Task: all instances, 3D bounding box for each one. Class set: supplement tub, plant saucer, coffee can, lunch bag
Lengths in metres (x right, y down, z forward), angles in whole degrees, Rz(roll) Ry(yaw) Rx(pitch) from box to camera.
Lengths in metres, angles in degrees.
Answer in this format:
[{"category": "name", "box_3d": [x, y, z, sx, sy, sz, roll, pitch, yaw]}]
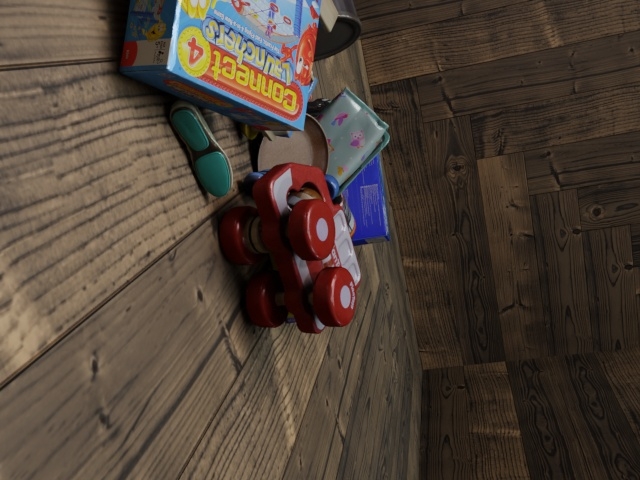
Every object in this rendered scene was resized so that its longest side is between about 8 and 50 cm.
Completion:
[{"category": "supplement tub", "box_3d": [0.033, -0.056, 1.647, 0.198, 0.106, 0.106, 61, 24, -58]}, {"category": "plant saucer", "box_3d": [-0.063, -0.168, 1.293, 0.199, 0.036, 0.198, -15, 111, -43]}, {"category": "coffee can", "box_3d": [-0.042, -0.565, 1.380, 0.201, 0.202, 0.275, 16, 57, -76]}, {"category": "lunch bag", "box_3d": [0.045, -0.225, 1.479, 0.160, 0.223, 0.262, 42, 7, 0]}]

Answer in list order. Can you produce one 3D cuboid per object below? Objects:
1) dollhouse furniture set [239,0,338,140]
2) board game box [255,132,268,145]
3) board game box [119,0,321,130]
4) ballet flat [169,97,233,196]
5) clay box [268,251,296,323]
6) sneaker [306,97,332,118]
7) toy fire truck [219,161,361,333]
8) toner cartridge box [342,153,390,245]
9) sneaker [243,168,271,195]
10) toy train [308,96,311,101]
[{"category": "dollhouse furniture set", "box_3d": [-0.145, -0.378, 1.131, 0.286, 0.198, 0.303, 47, 61, -57]}, {"category": "board game box", "box_3d": [-0.104, -0.245, 1.359, 0.126, 0.026, 0.186, 68, 18, -45]}, {"category": "board game box", "box_3d": [-0.118, -0.338, 0.882, 0.308, 0.086, 0.302, 9, 88, -59]}, {"category": "ballet flat", "box_3d": [-0.174, -0.143, 0.939, 0.052, 0.057, 0.168, -98, 171, -51]}, {"category": "clay box", "box_3d": [-0.030, 0.052, 1.255, 0.053, 0.127, 0.222, -67, 145, -67]}, {"category": "sneaker", "box_3d": [-0.018, -0.270, 1.596, 0.281, 0.106, 0.162, -31, 135, -60]}, {"category": "toy fire truck", "box_3d": [-0.022, 0.003, 1.088, 0.254, 0.169, 0.302, -50, 128, -53]}, {"category": "toner cartridge box", "box_3d": [0.112, -0.160, 1.921, 0.075, 0.165, 0.347, 46, 38, -70]}, {"category": "sneaker", "box_3d": [-0.108, -0.111, 1.178, 0.144, 0.053, 0.059, 39, 58, -76]}, {"category": "toy train", "box_3d": [-0.034, -0.393, 1.712, 0.125, 0.046, 0.166, -80, 157, -54]}]
